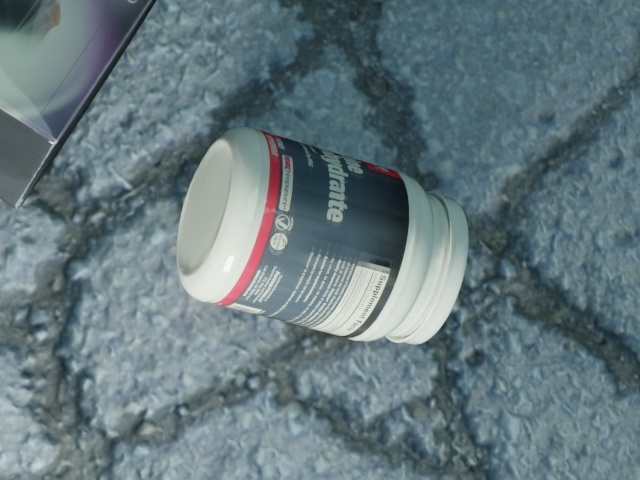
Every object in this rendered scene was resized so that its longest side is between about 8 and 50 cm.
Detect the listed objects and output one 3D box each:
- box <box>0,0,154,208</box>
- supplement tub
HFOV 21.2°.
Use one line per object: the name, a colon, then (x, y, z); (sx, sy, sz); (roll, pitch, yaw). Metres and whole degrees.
box: (-0.335, -0.248, 1.713); (0.294, 0.183, 0.296); (33, 60, -10)
supplement tub: (0.000, 0.000, 1.824); (0.272, 0.191, 0.191); (15, 70, -22)
